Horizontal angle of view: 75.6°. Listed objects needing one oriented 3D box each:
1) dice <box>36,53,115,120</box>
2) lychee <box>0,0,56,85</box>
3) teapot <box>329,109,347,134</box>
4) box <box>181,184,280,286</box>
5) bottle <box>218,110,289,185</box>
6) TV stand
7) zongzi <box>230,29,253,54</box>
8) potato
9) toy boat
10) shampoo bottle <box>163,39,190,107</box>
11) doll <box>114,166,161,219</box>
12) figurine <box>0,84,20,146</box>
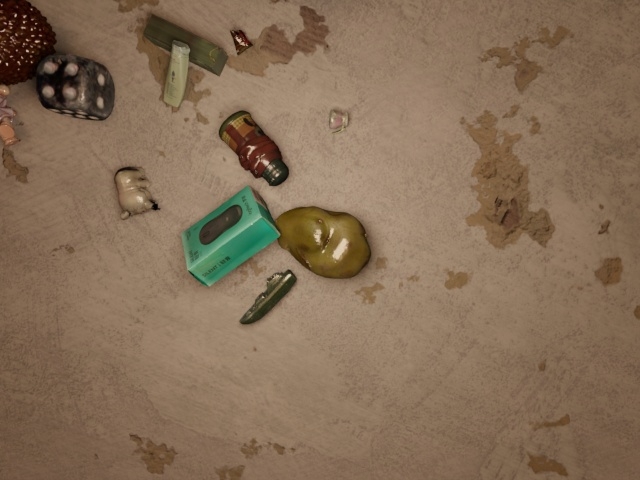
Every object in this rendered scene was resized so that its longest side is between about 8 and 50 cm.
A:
[{"bbox_3d":[-0.843,-0.526,1.432,0.182,0.181,0.183,6,94,7],"label":"dice"},{"bbox_3d":[-1.076,-0.677,1.378,0.330,0.306,0.306,-23,91,-3],"label":"lychee"},{"bbox_3d":[0.062,-0.407,1.423,0.064,0.064,0.083,0,125,-2],"label":"teapot"},{"bbox_3d":[-0.310,-0.018,1.390,0.311,0.205,0.118,-35,132,6],"label":"box"},{"bbox_3d":[-0.215,-0.303,1.412,0.156,0.143,0.271,-38,85,-33],"label":"bottle"},{"bbox_3d":[-0.464,-0.676,1.436,0.269,0.088,0.083,27,93,1],"label":"TV stand"},{"bbox_3d":[-0.286,-0.700,1.428,0.067,0.073,0.083,-21,90,24],"label":"zongzi"},{"bbox_3d":[0.002,-0.003,1.382,0.351,0.202,0.218,17,106,17],"label":"potato"},{"bbox_3d":[-0.195,0.201,1.461,0.260,0.078,0.085,-45,106,5],"label":"toy boat"},{"bbox_3d":[-0.494,-0.567,1.415,0.072,0.049,0.212,28,127,7],"label":"shampoo bottle"},{"bbox_3d":[-0.669,-0.171,1.479,0.149,0.095,0.192,-22,88,4],"label":"doll"},{"bbox_3d":[-1.197,-0.479,1.494,0.200,0.133,0.276,-33,94,-6],"label":"figurine"}]
